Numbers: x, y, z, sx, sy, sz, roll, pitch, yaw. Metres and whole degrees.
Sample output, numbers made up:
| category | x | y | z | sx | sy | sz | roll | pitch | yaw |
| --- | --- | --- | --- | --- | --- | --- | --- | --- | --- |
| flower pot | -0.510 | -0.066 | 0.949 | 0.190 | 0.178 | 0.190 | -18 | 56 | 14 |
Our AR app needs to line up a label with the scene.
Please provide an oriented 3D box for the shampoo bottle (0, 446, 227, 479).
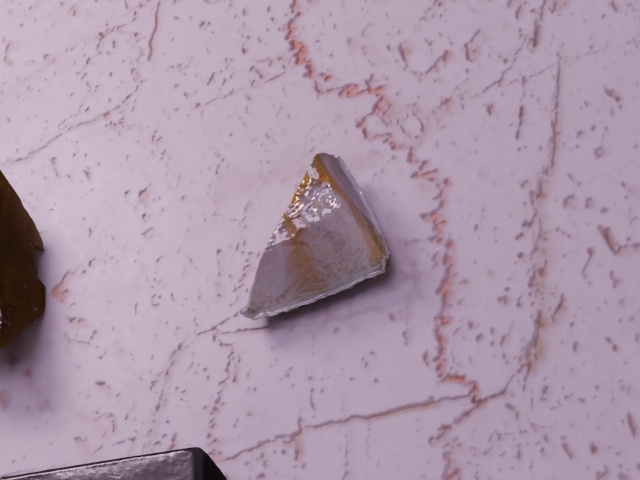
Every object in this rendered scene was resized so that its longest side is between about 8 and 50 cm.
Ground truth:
| category | x | y | z | sx | sy | sz | roll | pitch | yaw |
| --- | --- | --- | --- | --- | --- | --- | --- | --- | --- |
| shampoo bottle | -0.214 | 0.258 | 1.473 | 0.246 | 0.080 | 0.079 | -11 | 54 | 12 |

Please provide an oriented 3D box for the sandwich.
| category | x | y | z | sx | sy | sz | roll | pitch | yaw |
| --- | --- | --- | --- | --- | --- | --- | --- | --- | --- |
| sandwich | -0.353 | 0.029 | 1.670 | 0.090 | 0.088 | 0.244 | -20 | 57 | 17 |

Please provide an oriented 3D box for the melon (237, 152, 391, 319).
| category | x | y | z | sx | sy | sz | roll | pitch | yaw |
| --- | --- | --- | --- | --- | --- | --- | --- | --- | --- |
| melon | 0.004 | 0.003 | 1.559 | 0.139 | 0.093 | 0.202 | 24 | 73 | 22 |
